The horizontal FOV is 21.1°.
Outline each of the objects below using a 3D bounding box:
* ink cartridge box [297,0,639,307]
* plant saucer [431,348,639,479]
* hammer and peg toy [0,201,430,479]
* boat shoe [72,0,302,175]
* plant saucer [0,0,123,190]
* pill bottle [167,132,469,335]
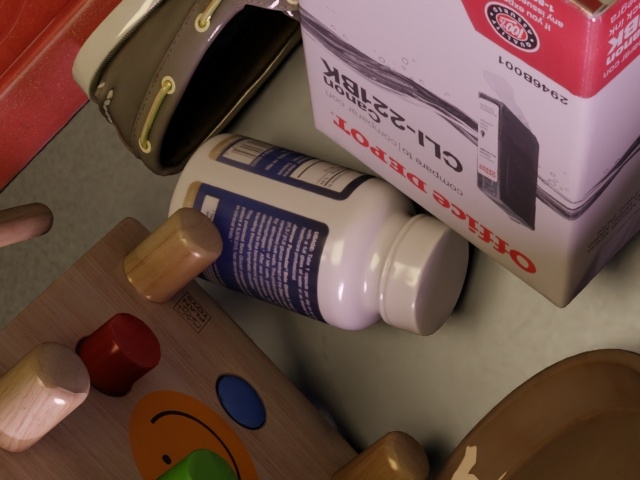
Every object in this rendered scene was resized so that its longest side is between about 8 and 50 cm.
[{"bbox_3d":[0.091,-0.115,0.888,0.197,0.273,0.114,38,70,23],"label":"ink cartridge box"},{"bbox_3d":[0.108,0.185,0.919,0.041,0.278,0.278,34,109,-16],"label":"plant saucer"},{"bbox_3d":[-0.108,0.084,0.950,0.361,0.266,0.127,47,119,-4],"label":"hammer and peg toy"},{"bbox_3d":[-0.029,-0.163,1.054,0.305,0.109,0.091,-43,71,27],"label":"boat shoe"},{"bbox_3d":[-0.248,-0.189,1.201,0.258,0.047,0.259,-43,72,21],"label":"plant saucer"},{"bbox_3d":[0.000,0.000,1.041,0.169,0.094,0.094,19,98,27],"label":"pill bottle"}]
